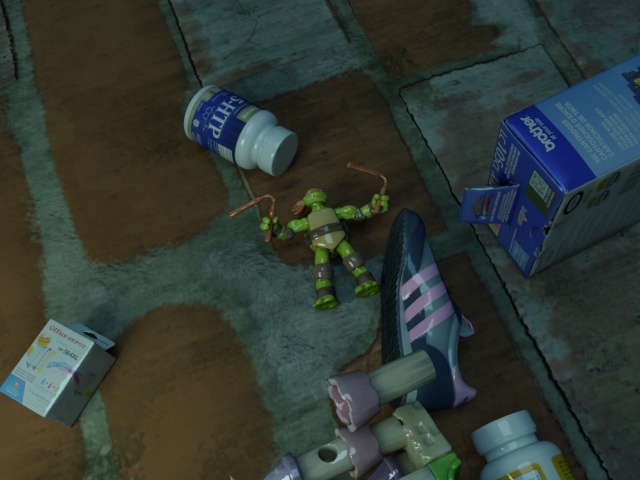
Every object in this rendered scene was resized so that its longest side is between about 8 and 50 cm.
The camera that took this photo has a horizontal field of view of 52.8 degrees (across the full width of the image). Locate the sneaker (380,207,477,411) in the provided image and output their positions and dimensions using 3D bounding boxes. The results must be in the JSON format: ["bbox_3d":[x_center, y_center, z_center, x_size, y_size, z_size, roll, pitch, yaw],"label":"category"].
[{"bbox_3d":[0.165,0.103,0.991,0.130,0.112,0.319,7,66,-10],"label":"sneaker"}]

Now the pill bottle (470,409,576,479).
[{"bbox_3d":[0.280,0.337,0.842,0.117,0.118,0.209,-21,64,-5],"label":"pill bottle"}]

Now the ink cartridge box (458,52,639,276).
[{"bbox_3d":[0.403,-0.107,0.966,0.395,0.270,0.151,-27,62,-8],"label":"ink cartridge box"}]

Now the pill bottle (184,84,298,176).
[{"bbox_3d":[-0.138,-0.192,1.148,0.186,0.112,0.112,29,70,18],"label":"pill bottle"}]

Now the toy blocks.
[{"bbox_3d":[0.067,0.348,0.745,0.259,0.309,0.289,-21,46,-16],"label":"toy blocks"}]

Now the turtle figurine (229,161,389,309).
[{"bbox_3d":[0.000,0.000,1.054,0.269,0.087,0.218,-13,70,-11],"label":"turtle figurine"}]

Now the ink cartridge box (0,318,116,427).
[{"bbox_3d":[-0.395,0.196,0.991,0.092,0.090,0.143,23,69,16],"label":"ink cartridge box"}]
